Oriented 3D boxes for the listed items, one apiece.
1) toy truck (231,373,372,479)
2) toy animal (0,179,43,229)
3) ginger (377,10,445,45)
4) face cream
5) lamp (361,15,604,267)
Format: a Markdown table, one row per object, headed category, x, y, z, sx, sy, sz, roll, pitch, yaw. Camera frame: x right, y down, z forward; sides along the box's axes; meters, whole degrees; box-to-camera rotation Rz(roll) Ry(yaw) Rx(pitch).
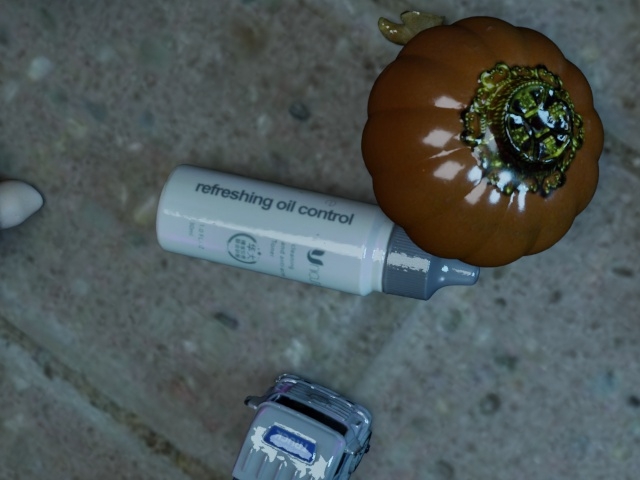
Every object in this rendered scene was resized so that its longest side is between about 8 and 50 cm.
| category | x | y | z | sx | sy | sz | roll | pitch | yaw |
| --- | --- | --- | --- | --- | --- | --- | --- | --- | --- |
| toy truck | -0.053 | 0.276 | 1.334 | 0.124 | 0.155 | 0.268 | 23 | 102 | 11 |
| toy animal | -0.459 | -0.040 | 1.389 | 0.256 | 0.195 | 0.213 | 42 | 113 | 4 |
| ginger | 0.101 | -0.196 | 1.303 | 0.097 | 0.030 | 0.048 | 29 | 131 | 12 |
| face cream | 0.000 | 0.000 | 1.322 | 0.311 | 0.092 | 0.092 | 14 | 100 | 13 |
| lamp | 0.144 | -0.087 | 1.217 | 0.223 | 0.196 | 0.223 | 2 | 83 | -21 |
